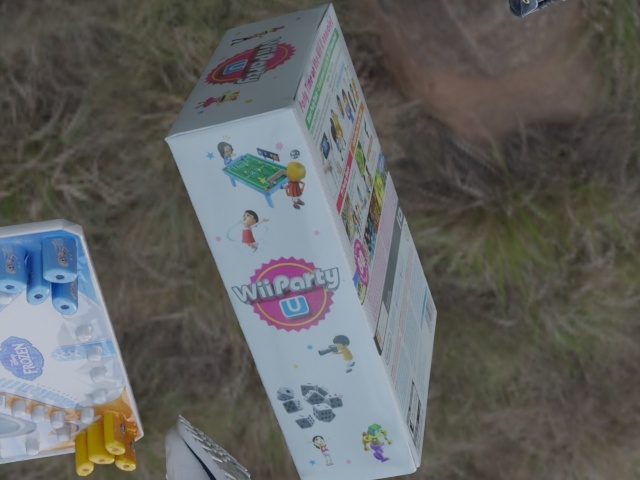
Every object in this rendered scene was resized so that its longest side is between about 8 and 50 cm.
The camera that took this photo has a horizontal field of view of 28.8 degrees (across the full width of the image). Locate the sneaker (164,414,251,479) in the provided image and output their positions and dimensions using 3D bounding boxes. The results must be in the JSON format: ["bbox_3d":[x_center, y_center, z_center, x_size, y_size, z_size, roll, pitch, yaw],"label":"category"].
[{"bbox_3d":[-0.124,0.259,1.273,0.090,0.235,0.095,37,91,-26],"label":"sneaker"}]

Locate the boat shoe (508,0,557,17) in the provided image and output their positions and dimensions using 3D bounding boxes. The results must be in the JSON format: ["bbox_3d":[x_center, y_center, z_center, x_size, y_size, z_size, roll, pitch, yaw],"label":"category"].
[{"bbox_3d":[0.180,-0.235,1.028,0.065,0.083,0.183,-19,-177,5],"label":"boat shoe"}]

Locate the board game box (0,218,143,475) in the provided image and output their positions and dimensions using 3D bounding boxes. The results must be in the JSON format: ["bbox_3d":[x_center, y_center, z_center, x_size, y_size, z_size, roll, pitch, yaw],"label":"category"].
[{"bbox_3d":[-0.382,0.140,1.157,0.390,0.050,0.390,-9,145,-4],"label":"board game box"}]

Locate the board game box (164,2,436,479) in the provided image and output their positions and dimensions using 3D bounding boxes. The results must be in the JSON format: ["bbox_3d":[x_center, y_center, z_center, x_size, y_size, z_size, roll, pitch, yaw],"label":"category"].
[{"bbox_3d":[0.000,0.000,0.959,0.097,0.224,0.303,-12,116,14],"label":"board game box"}]
